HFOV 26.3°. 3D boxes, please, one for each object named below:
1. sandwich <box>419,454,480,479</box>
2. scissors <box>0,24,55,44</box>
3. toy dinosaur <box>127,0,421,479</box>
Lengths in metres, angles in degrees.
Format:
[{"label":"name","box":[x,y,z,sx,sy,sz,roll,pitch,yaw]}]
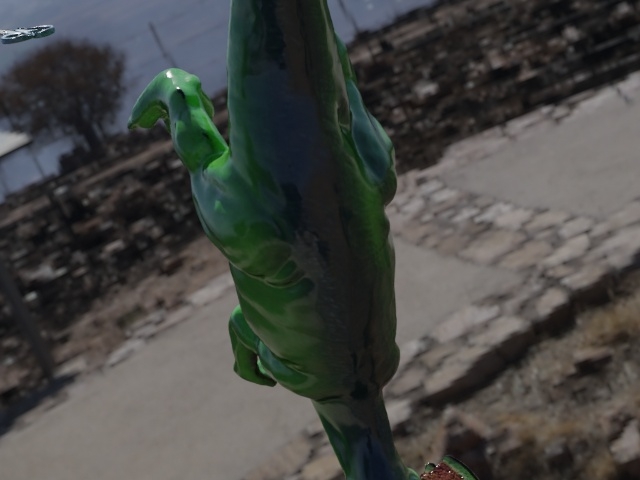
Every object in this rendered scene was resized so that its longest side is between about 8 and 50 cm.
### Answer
[{"label":"sandwich","box":[0.116,0.247,1.217,0.067,0.029,0.135,4,37,7]},{"label":"scissors","box":[-0.204,-0.136,0.897,0.036,0.006,0.083,-23,22,-32]},{"label":"toy dinosaur","box":[0.000,0.000,0.747,0.144,0.374,0.500,-18,-16,-9]}]
